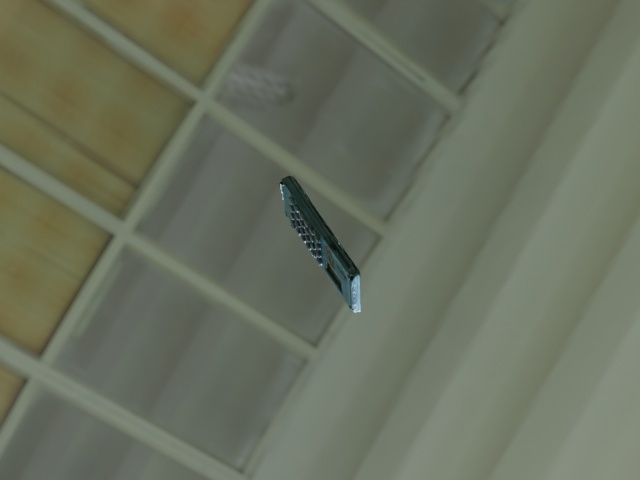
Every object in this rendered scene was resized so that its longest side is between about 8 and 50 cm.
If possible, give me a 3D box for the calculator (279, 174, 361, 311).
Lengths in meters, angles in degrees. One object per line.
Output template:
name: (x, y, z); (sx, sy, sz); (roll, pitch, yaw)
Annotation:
calculator: (0.000, 0.000, 1.745); (0.018, 0.057, 0.172); (-19, -137, -15)
